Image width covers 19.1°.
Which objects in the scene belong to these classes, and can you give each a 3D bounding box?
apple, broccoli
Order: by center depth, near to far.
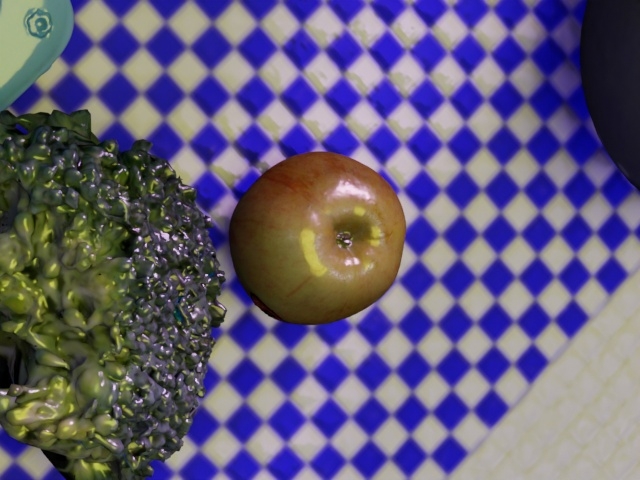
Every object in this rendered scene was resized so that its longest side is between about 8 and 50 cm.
[{"bbox_3d":[-0.119,0.027,0.798,0.160,0.167,0.154,-9,70,5],"label":"broccoli"},{"bbox_3d":[0.000,0.000,0.864,0.084,0.071,0.084,-4,99,-25],"label":"apple"}]

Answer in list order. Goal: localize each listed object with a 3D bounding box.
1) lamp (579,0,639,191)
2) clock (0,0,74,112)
[{"bbox_3d":[0.269,-0.067,0.911,0.314,0.182,0.182,19,90,-25],"label":"lamp"},{"bbox_3d":[-0.181,-0.108,0.783,0.108,0.045,0.147,-45,111,-12],"label":"clock"}]
